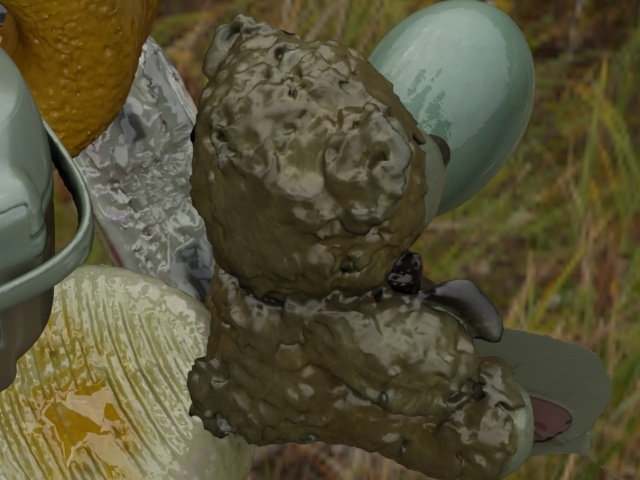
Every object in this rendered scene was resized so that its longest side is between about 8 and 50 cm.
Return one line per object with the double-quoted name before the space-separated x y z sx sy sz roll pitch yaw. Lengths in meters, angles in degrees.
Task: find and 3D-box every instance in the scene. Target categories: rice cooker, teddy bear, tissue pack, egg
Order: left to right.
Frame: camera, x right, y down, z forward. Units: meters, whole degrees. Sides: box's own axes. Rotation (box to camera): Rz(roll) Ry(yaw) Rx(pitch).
"rice cooker" -0.181 -0.019 0.801 0.145 0.127 0.206 -23 50 -25
"tissue pack" -0.146 -0.055 1.679 0.125 0.242 0.344 -26 11 -3
"teddy bear" 0.000 0.000 1.129 0.156 0.256 0.267 -19 38 -30
"egg" 0.112 -0.124 1.927 0.168 0.168 0.231 35 97 27

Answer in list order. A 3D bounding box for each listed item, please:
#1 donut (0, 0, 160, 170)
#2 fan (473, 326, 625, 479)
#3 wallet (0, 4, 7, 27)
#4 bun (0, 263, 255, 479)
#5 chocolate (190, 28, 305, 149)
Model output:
"donut" -0.253 -0.143 1.326 0.302 0.303 0.110 -7 42 -3
"fan" 0.171 0.147 1.493 0.182 0.310 0.010 -30 44 33
"wallet" -0.386 -0.285 1.973 0.321 0.044 0.170 9 70 -3
"bun" -0.160 0.131 1.290 0.243 0.153 0.244 0 49 0
"chocolate" -0.010 -0.066 1.333 0.133 0.127 0.124 36 29 -11
